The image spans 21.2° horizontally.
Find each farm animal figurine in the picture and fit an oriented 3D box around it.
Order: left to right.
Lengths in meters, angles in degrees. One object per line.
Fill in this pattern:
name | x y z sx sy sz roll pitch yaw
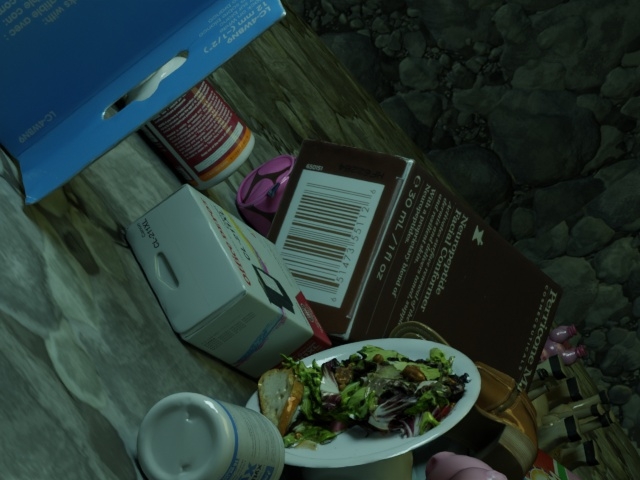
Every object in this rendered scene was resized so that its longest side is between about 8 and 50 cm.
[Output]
farm animal figurine | 0.260 0.217 2.252 0.330 0.172 0.326 57 19 -30

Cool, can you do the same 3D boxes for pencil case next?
pencil case | 0.000 0.000 1.937 0.209 0.098 0.095 50 10 -23

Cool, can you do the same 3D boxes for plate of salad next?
plate of salad | 0.030 0.122 1.394 0.200 0.200 0.048 -102 180 -67

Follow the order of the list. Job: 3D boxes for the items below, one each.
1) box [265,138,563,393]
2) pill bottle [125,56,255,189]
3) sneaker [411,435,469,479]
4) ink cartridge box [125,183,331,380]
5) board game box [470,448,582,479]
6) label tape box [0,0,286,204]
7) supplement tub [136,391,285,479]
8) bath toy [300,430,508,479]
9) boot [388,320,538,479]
box | 0.095 0.062 1.759 0.143 0.191 0.381 13 -12 33
pill bottle | -0.144 -0.132 1.758 0.152 0.086 0.086 49 11 -24
sneaker | 0.111 0.255 1.654 0.091 0.094 0.258 63 14 -18
ink cartridge box | -0.079 0.043 1.501 0.127 0.072 0.175 60 11 28
board game box | 0.267 0.333 1.975 0.316 0.064 0.242 37 16 -26
label tape box | -0.199 -0.225 1.351 0.115 0.249 0.347 45 13 -42
supplement tub | -0.074 0.144 1.181 0.071 0.071 0.107 57 12 22
bath toy | 0.143 0.233 1.467 0.348 0.151 0.129 29 52 -9
boot | 0.141 0.142 1.668 0.197 0.073 0.152 55 21 -7
